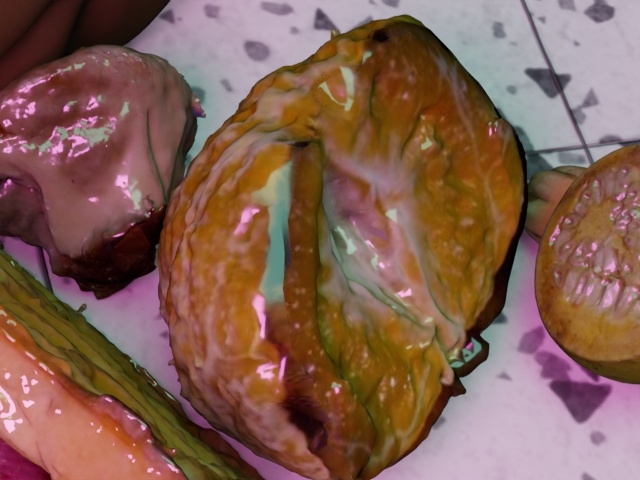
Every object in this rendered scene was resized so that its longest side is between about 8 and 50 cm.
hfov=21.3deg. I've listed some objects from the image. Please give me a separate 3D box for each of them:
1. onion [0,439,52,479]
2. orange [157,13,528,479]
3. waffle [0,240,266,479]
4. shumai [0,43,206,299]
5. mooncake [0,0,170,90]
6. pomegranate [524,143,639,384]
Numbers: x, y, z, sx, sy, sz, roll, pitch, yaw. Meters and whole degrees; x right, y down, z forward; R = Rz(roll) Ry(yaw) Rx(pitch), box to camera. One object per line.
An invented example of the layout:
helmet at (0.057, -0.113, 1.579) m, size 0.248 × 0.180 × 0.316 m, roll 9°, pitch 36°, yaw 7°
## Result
onion at (-0.239, 0.197, 1.129) m, size 0.177 × 0.153 × 0.177 m, roll 8°, pitch 51°, yaw -10°
orange at (0.000, 0.000, 1.260) m, size 0.210 × 0.271 × 0.369 m, roll 5°, pitch 45°, yaw 36°
waffle at (-0.168, 0.093, 1.115) m, size 0.304 × 0.348 × 0.077 m, roll 40°, pitch 87°, yaw 10°
shumai at (-0.165, -0.043, 1.272) m, size 0.201 × 0.201 × 0.120 m, roll -21°, pitch 55°, yaw -26°
mooncake at (-0.244, -0.282, 1.254) m, size 0.262 × 0.467 × 0.467 m, roll 38°, pitch 57°, yaw 6°
pomegranate at (0.264, 0.028, 1.378) m, size 0.159 × 0.241 × 0.190 m, roll 20°, pitch 73°, yaw -44°
